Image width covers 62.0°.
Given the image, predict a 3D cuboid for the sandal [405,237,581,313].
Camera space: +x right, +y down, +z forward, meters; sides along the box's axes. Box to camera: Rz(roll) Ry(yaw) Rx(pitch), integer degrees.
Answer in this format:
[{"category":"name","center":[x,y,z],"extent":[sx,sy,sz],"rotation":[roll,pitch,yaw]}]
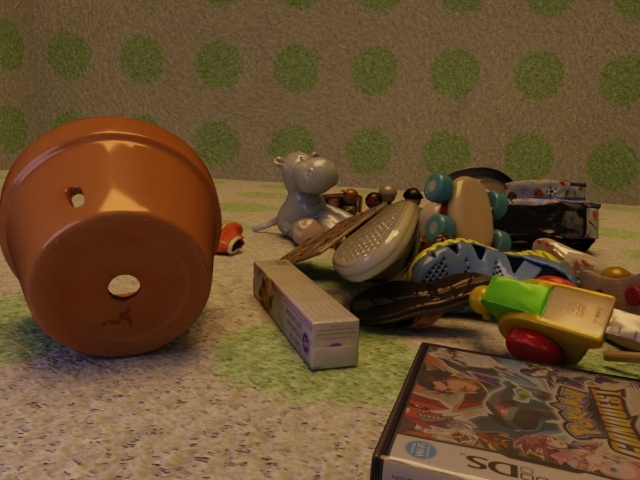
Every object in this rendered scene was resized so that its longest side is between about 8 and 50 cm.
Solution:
[{"category":"sandal","center":[0.296,0.070,0.881],"extent":[0.318,0.126,0.138],"rotation":[-1,15,-14]}]

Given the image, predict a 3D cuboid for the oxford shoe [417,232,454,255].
[{"category":"oxford shoe","center":[0.266,0.035,1.105],"extent":[0.227,0.096,0.083],"rotation":[11,12,29]}]

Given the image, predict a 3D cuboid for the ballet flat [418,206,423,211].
[{"category":"ballet flat","center":[0.330,-0.044,1.615],"extent":[0.087,0.083,0.247],"rotation":[25,5,-16]}]

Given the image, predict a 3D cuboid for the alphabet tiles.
[{"category":"alphabet tiles","center":[0.000,0.000,1.069],"extent":[0.198,0.009,0.237],"rotation":[-36,9,-35]}]

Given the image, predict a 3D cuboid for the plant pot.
[{"category":"plant pot","center":[-0.256,0.009,0.686],"extent":[0.291,0.290,0.203],"rotation":[-2,28,-24]}]

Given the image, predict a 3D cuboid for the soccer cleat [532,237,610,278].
[{"category":"soccer cleat","center":[0.572,0.046,1.228],"extent":[0.076,0.068,0.196],"rotation":[4,17,-24]}]

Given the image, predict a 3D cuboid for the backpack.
[{"category":"backpack","center":[0.641,-0.068,1.499],"extent":[0.264,0.213,0.277],"rotation":[9,4,-32]}]

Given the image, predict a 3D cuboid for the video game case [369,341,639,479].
[{"category":"video game case","center":[0.200,0.177,0.512],"extent":[0.248,0.035,0.275],"rotation":[7,12,18]}]

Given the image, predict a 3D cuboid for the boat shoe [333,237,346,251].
[{"category":"boat shoe","center":[0.108,0.012,1.299],"extent":[0.152,0.056,0.049],"rotation":[-9,18,-11]}]

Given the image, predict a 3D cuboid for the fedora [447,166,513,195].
[{"category":"fedora","center":[0.499,-0.101,1.670],"extent":[0.276,0.243,0.124],"rotation":[9,38,-19]}]

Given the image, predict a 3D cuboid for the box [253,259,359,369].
[{"category":"box","center":[-0.035,0.095,0.791],"extent":[0.067,0.063,0.324],"rotation":[-2,12,-20]}]

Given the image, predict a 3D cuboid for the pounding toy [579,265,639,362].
[{"category":"pounding toy","center":[0.445,0.082,0.723],"extent":[0.155,0.154,0.269],"rotation":[1,6,-13]}]

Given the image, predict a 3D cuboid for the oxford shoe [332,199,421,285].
[{"category":"oxford shoe","center":[0.119,0.018,0.954],"extent":[0.169,0.130,0.449],"rotation":[-33,1,6]}]

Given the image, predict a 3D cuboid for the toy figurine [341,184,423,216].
[{"category":"toy figurine","center":[0.178,-0.090,1.580],"extent":[0.210,0.148,0.213],"rotation":[-2,13,-24]}]

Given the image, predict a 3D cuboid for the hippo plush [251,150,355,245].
[{"category":"hippo plush","center":[-0.015,-0.122,1.453],"extent":[0.234,0.236,0.294],"rotation":[-5,14,-34]}]

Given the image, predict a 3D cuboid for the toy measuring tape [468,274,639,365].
[{"category":"toy measuring tape","center":[0.339,0.119,0.652],"extent":[0.330,0.121,0.121],"rotation":[14,16,39]}]

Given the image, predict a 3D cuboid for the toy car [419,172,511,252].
[{"category":"toy car","center":[0.327,-0.035,1.388],"extent":[0.219,0.210,0.238],"rotation":[12,-23,-24]}]

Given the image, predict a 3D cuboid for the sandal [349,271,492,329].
[{"category":"sandal","center":[0.155,0.099,0.808],"extent":[0.220,0.060,0.090],"rotation":[-12,26,3]}]

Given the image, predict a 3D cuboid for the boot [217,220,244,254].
[{"category":"boot","center":[-0.211,-0.003,1.277],"extent":[0.085,0.059,0.158],"rotation":[10,21,15]}]

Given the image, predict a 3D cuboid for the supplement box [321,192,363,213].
[{"category":"supplement box","center":[0.040,-0.091,1.661],"extent":[0.081,0.104,0.188],"rotation":[13,14,43]}]
